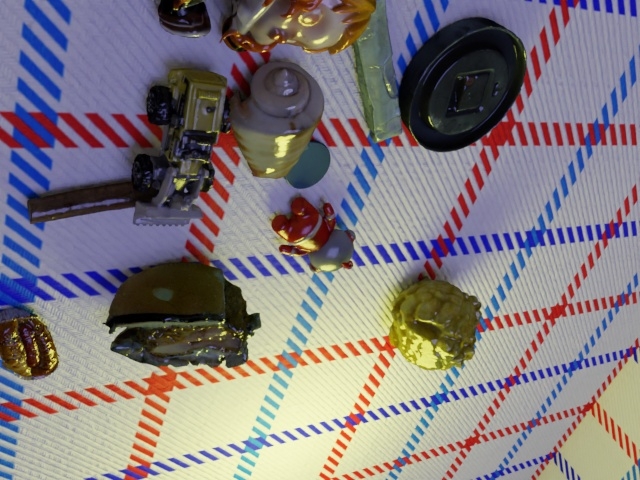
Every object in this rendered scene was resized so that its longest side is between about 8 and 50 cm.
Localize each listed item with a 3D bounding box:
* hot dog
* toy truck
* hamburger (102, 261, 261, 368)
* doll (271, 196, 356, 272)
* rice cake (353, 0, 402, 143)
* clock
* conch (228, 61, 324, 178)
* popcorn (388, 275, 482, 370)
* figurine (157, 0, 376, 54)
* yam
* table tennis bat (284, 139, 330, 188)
[{"bbox_3d":[-0.543,0.197,1.411,0.099,0.053,0.192,-19,136,-14],"label":"hot dog"},{"bbox_3d":[-0.223,-0.137,1.238,0.136,0.111,0.286,0,117,-34],"label":"toy truck"},{"bbox_3d":[-0.257,0.139,1.474,0.288,0.192,0.168,2,127,-5],"label":"hamburger"},{"bbox_3d":[0.000,0.000,1.597,0.142,0.076,0.245,-42,137,9],"label":"doll"},{"bbox_3d":[0.098,-0.305,1.369,0.066,0.063,0.336,-21,142,-3],"label":"rice cake"},{"bbox_3d":[0.279,-0.304,1.508,0.280,0.055,0.280,-20,138,-19],"label":"clock"},{"bbox_3d":[-0.066,-0.187,1.313,0.158,0.127,0.255,-23,140,-17],"label":"conch"},{"bbox_3d":[0.293,0.206,1.928,0.225,0.249,0.249,-52,150,-29],"label":"popcorn"},{"bbox_3d":[-0.052,-0.372,1.083,0.323,0.196,0.320,1,172,-27],"label":"figurine"},{"bbox_3d":[-0.354,-0.071,1.283,0.264,0.046,0.046,-13,136,-26],"label":"yam"},{"bbox_3d":[-0.028,-0.158,1.459,0.100,0.019,0.155,-25,142,-13],"label":"table tennis bat"}]
